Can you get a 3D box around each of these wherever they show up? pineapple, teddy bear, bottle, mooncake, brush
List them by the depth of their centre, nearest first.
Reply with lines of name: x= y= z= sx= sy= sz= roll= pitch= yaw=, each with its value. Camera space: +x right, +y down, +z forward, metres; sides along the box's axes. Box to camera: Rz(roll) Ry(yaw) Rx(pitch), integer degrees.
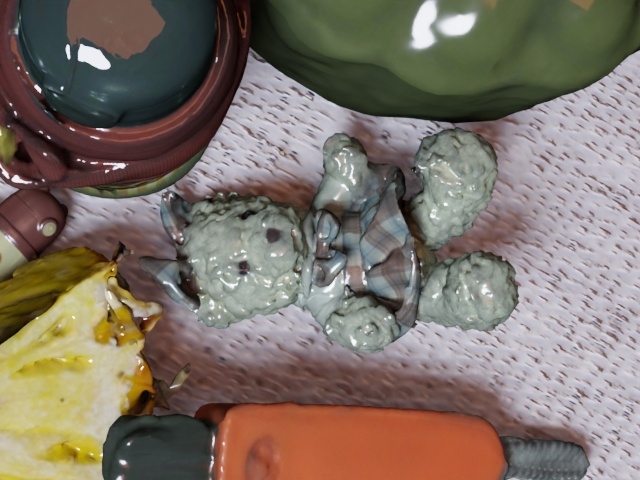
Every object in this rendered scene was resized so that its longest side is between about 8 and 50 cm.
bottle: x=-0.112 y=-0.092 z=0.641 sx=0.143 sy=0.271 sz=0.156 roll=25 pitch=85 yaw=-8
pineapple: x=-0.177 y=0.107 z=0.692 sx=0.186 sy=0.114 sz=0.236 roll=13 pitch=87 yaw=-37
mooncake: x=0.079 y=-0.248 z=0.720 sx=0.356 sy=0.194 sz=0.356 roll=0 pitch=89 yaw=-11
bottle: x=-0.193 y=0.006 z=0.739 sx=0.101 sy=0.047 sz=0.063 roll=-44 pitch=106 yaw=-9
brush: x=0.026 y=0.131 z=0.741 sx=0.323 sy=0.051 sz=0.070 roll=6 pitch=83 yaw=-28
teddy bear: x=0.011 y=0.006 z=0.757 sx=0.213 sy=0.111 sz=0.133 roll=-5 pitch=70 yaw=11
